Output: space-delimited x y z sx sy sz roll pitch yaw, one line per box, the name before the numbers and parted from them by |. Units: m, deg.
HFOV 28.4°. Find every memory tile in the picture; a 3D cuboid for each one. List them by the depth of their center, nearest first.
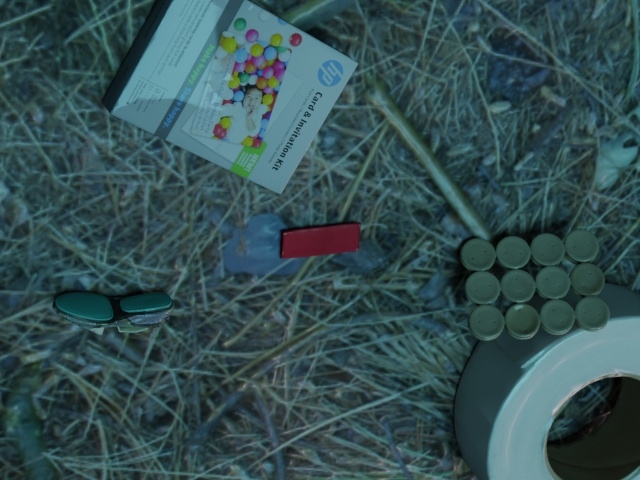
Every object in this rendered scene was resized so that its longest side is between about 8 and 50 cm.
memory tile | 0.221 0.046 1.307 0.148 0.113 0.012 -4 159 -4

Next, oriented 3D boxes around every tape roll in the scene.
tape roll | 0.294 0.191 1.401 0.286 0.100 0.286 -7 114 -15

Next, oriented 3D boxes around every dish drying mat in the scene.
dish drying mat | 0.000 0.000 1.251 0.083 0.008 0.032 -7 116 -22

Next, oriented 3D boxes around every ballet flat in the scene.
ballet flat | -0.195 0.071 1.184 0.114 0.041 0.041 -1 113 -22

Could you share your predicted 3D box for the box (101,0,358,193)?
box | -0.079 -0.142 1.134 0.186 0.038 0.145 25 102 -32
